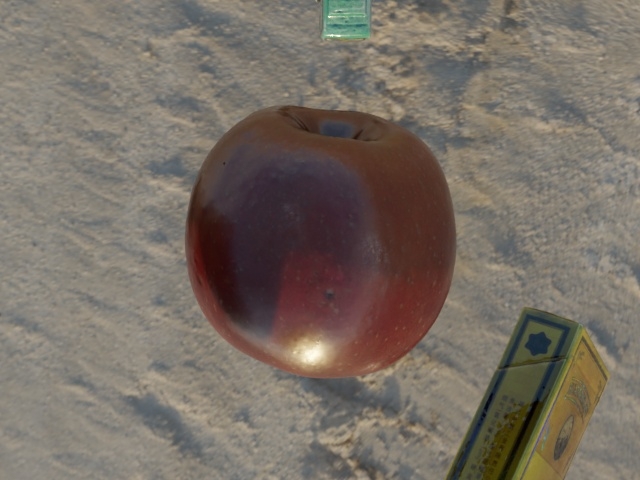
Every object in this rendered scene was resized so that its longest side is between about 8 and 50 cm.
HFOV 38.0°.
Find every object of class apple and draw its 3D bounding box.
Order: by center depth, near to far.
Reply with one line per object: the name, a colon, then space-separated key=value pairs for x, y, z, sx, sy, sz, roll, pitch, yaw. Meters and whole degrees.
apple: x=0.000 y=0.000 z=0.752 sx=0.218 sy=0.218 sz=0.201 roll=17 pitch=110 yaw=20

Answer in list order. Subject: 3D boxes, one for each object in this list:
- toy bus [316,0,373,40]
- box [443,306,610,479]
toy bus: x=0.034 y=-0.404 z=1.286 sx=0.091 sy=0.109 sz=0.261 roll=-1 pitch=113 yaw=1
box: x=0.247 y=0.255 z=1.140 sx=0.084 sy=0.193 sz=0.301 roll=19 pitch=75 yaw=33
